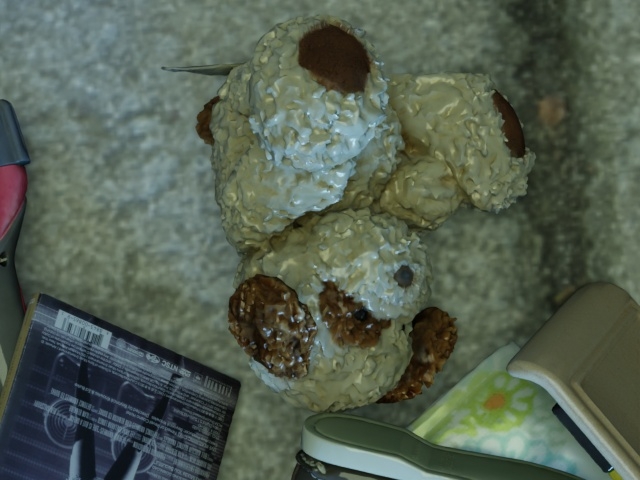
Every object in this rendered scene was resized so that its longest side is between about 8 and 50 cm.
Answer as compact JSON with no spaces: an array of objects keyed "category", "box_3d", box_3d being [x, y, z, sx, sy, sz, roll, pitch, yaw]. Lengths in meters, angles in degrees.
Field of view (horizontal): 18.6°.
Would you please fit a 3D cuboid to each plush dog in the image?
[{"category":"plush dog","box_3d":[0.000,0.000,1.262,0.210,0.262,0.225,-11,74,35]}]

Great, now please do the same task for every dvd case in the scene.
[{"category":"dvd case","box_3d":[-0.146,0.165,1.266,0.164,0.018,0.221,27,65,-29]}]

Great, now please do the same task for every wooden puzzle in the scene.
[{"category":"wooden puzzle","box_3d":[0.226,0.137,1.231,0.239,0.221,0.044,45,112,6]}]

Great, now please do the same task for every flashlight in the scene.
[{"category":"flashlight","box_3d":[-0.214,0.063,1.315,0.103,0.103,0.304,-17,90,-32]}]

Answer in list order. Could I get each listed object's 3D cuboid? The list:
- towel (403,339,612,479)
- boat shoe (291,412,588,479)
[{"category":"towel","box_3d":[0.117,0.293,1.238,0.320,0.090,0.374,-40,68,1]},{"category":"boat shoe","box_3d":[0.092,0.170,1.204,0.227,0.081,0.069,16,105,10]}]
